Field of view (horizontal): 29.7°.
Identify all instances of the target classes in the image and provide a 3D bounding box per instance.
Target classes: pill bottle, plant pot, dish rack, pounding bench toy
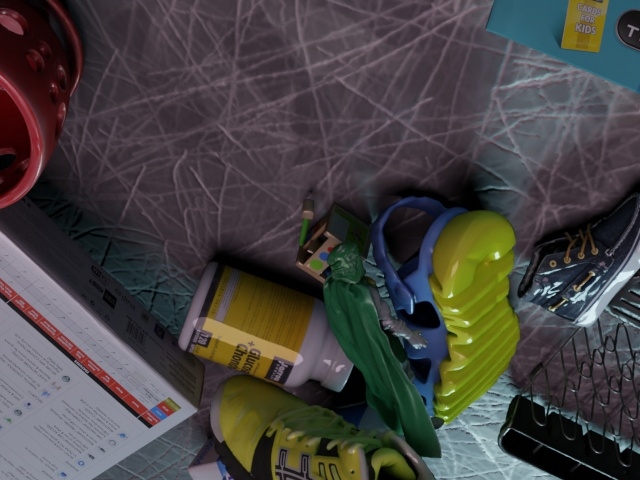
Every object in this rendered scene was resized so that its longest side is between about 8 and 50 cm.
[{"bbox_3d":[-0.053,0.099,1.306,0.184,0.103,0.103,20,128,-4],"label":"pill bottle"},{"bbox_3d":[-0.322,-0.147,1.123,0.191,0.174,0.191,5,127,7],"label":"plant pot"},{"bbox_3d":[0.342,0.163,1.300,0.208,0.074,0.271,26,127,-10],"label":"dish rack"},{"bbox_3d":[0.000,0.000,1.252,0.083,0.052,0.065,34,126,-15],"label":"pounding bench toy"}]

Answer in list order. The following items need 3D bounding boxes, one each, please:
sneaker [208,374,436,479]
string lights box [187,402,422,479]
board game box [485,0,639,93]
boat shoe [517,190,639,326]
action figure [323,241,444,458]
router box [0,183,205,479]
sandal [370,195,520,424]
[{"bbox_3d":[0.032,0.237,1.239,0.385,0.145,0.147,35,125,35],"label":"sneaker"},{"bbox_3d":[-0.012,0.284,1.438,0.260,0.077,0.133,-16,106,22],"label":"string lights box"},{"bbox_3d":[0.324,-0.166,0.876,0.336,0.254,0.079,26,129,14],"label":"board game box"},{"bbox_3d":[0.266,0.011,1.201,0.083,0.065,0.183,19,129,-6],"label":"boat shoe"},{"bbox_3d":[0.057,0.099,1.205,0.137,0.063,0.232,24,144,52],"label":"action figure"},{"bbox_3d":[-0.346,0.127,1.289,0.301,0.082,0.335,-33,116,19],"label":"router box"},{"bbox_3d":[0.125,0.065,1.256,0.138,0.126,0.317,34,146,32],"label":"sandal"}]
